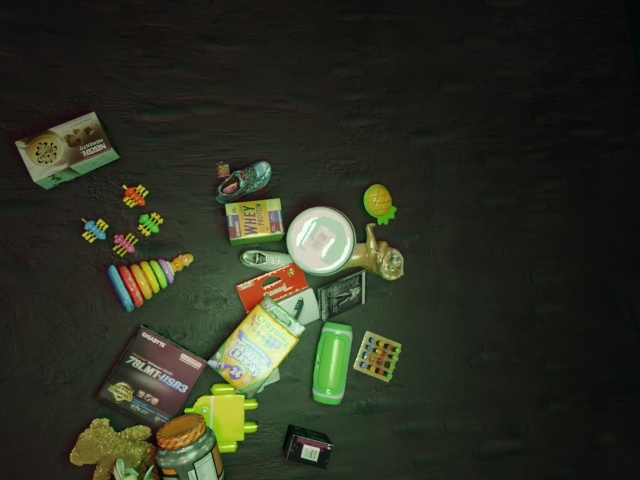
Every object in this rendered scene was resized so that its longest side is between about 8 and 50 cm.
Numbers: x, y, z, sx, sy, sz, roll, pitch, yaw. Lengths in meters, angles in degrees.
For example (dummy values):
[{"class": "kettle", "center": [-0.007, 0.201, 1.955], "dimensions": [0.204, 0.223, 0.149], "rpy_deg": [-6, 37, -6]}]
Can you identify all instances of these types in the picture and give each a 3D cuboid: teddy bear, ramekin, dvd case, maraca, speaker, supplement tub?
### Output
[{"class": "teddy bear", "center": [-0.695, 0.766, 1.537], "dimensions": [0.337, 0.113, 0.245], "rpy_deg": [16, 87, -15]}, {"class": "ramekin", "center": [0.000, 0.000, 1.644], "dimensions": [0.277, 0.135, 0.277], "rpy_deg": [0, 88, 3]}, {"class": "dvd case", "center": [0.090, 0.219, 1.714], "dimensions": [0.221, 0.018, 0.165], "rpy_deg": [-20, 126, -24]}, {"class": "maraca", "center": [0.252, -0.151, 1.832], "dimensions": [0.127, 0.099, 0.186], "rpy_deg": [-40, 116, -7]}, {"class": "speaker", "center": [0.047, 0.473, 1.688], "dimensions": [0.131, 0.131, 0.297], "rpy_deg": [11, 80, -8]}, {"class": "supplement tub", "center": [-0.440, 0.789, 1.484], "dimensions": [0.207, 0.207, 0.338], "rpy_deg": [-13, 97, -11]}]

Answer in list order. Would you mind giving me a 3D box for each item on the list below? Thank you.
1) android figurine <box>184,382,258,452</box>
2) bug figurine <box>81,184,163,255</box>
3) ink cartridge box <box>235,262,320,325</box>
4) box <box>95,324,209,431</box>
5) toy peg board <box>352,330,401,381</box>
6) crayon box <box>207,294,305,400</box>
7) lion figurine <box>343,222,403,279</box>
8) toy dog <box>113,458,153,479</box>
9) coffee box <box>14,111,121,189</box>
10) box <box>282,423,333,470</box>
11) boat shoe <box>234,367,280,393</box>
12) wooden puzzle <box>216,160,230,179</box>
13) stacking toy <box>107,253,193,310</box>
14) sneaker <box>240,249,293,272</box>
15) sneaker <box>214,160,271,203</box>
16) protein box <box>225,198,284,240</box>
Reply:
[{"class": "android figurine", "center": [-0.371, 0.662, 1.625], "dimensions": [0.272, 0.056, 0.249], "rpy_deg": [3, 81, -11]}, {"class": "bug figurine", "center": [-0.745, -0.069, 1.654], "dimensions": [0.216, 0.072, 0.279], "rpy_deg": [47, 72, -7]}, {"class": "ink cartridge box", "center": [-0.160, 0.240, 1.693], "dimensions": [0.275, 0.060, 0.239], "rpy_deg": [-22, 102, -12]}, {"class": "box", "center": [-0.606, 0.508, 1.594], "dimensions": [0.295, 0.073, 0.293], "rpy_deg": [31, 80, -3]}, {"class": "toy peg board", "center": [0.238, 0.469, 1.746], "dimensions": [0.160, 0.079, 0.161], "rpy_deg": [23, 78, -6]}, {"class": "crayon box", "center": [-0.226, 0.382, 1.583], "dimensions": [0.203, 0.083, 0.323], "rpy_deg": [40, 75, 1]}, {"class": "lion figurine", "center": [0.138, 0.059, 1.775], "dimensions": [0.391, 0.142, 0.240], "rpy_deg": [-7, 91, 3]}, {"class": "toy dog", "center": [-0.547, 0.800, 1.366], "dimensions": [0.160, 0.333, 0.220], "rpy_deg": [-20, 90, -21]}, {"class": "coffee box", "center": [-0.939, -0.337, 1.633], "dimensions": [0.297, 0.119, 0.168], "rpy_deg": [-26, 86, -12]}, {"class": "box", "center": [-0.049, 0.765, 1.611], "dimensions": [0.155, 0.158, 0.093], "rpy_deg": [18, 79, -7]}, {"class": "boat shoe", "center": [-0.235, 0.544, 1.648], "dimensions": [0.184, 0.066, 0.063], "rpy_deg": [-21, 94, -38]}, {"class": "wooden puzzle", "center": [-0.399, -0.286, 1.779], "dimensions": [0.049, 0.006, 0.083], "rpy_deg": [-9, 84, -11]}, {"class": "stacking toy", "center": [-0.615, 0.127, 1.625], "dimensions": [0.301, 0.175, 0.166], "rpy_deg": [-26, 82, -26]}, {"class": "sneaker", "center": [-0.200, 0.082, 1.717], "dimensions": [0.234, 0.095, 0.090], "rpy_deg": [5, 79, -12]}, {"class": "sneaker", "center": [-0.300, -0.235, 1.728], "dimensions": [0.261, 0.125, 0.104], "rpy_deg": [-37, 90, -13]}, {"class": "protein box", "center": [-0.254, -0.066, 1.674], "dimensions": [0.201, 0.200, 0.136], "rpy_deg": [-7, 83, -10]}]
